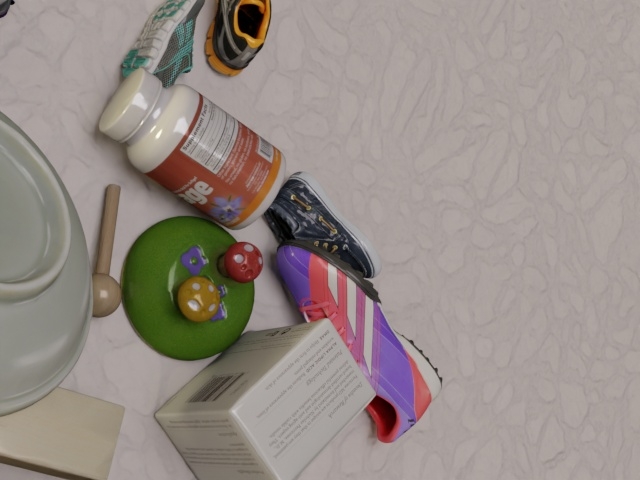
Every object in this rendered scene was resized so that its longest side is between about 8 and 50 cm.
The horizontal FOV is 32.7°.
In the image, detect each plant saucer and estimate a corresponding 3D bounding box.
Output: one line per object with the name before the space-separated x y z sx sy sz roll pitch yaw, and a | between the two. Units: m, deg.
plant saucer | -0.362 -0.024 1.088 0.400 0.100 0.400 39 34 -34

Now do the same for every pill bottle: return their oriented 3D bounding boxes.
pill bottle | -0.158 -0.114 1.342 0.216 0.121 0.121 34 63 -26

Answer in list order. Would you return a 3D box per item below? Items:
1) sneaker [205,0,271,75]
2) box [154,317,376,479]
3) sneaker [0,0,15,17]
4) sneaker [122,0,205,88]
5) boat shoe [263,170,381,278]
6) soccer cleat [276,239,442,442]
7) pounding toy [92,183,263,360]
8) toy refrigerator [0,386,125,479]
sneaker | -0.099 -0.328 1.452 0.084 0.083 0.215 9 75 -33
box | -0.067 0.198 1.311 0.182 0.181 0.119 -41 106 -35
sneaker | -0.440 -0.237 1.192 0.224 0.098 0.083 -20 83 -13
sneaker | -0.189 -0.249 1.394 0.076 0.065 0.166 49 59 -38
boat shoe | 0.000 0.000 1.478 0.183 0.065 0.083 49 58 -11
soccer cleat | 0.038 0.134 1.453 0.318 0.109 0.116 50 61 -21
pounding toy | -0.159 0.042 1.319 0.237 0.110 0.183 26 67 -31
toy refrigerator | -0.354 0.179 1.153 0.269 0.102 0.094 23 68 -31
